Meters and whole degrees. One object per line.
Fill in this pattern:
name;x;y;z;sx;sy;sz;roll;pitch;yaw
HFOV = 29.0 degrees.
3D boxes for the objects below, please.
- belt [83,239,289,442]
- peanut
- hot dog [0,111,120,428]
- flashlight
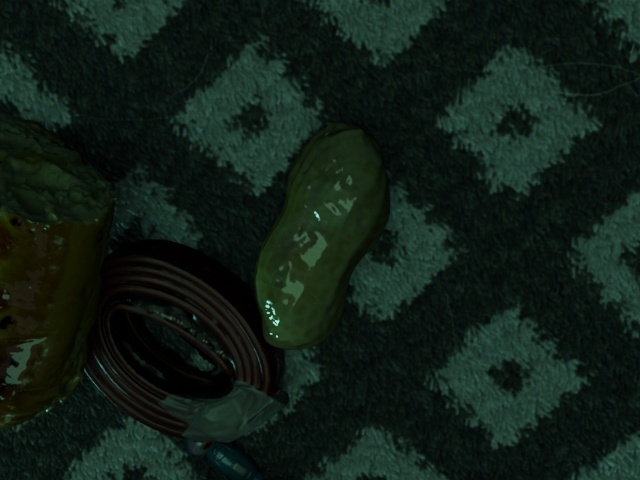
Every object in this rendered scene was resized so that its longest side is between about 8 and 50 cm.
belt;-0.189;0.144;1.703;0.324;0.115;0.227;39;107;-1
peanut;0.000;0.000;1.626;0.149;0.149;0.313;23;98;2
hot dog;-0.425;0.052;1.623;0.196;0.367;0.365;-4;116;-36
flashlight;-0.137;0.307;1.770;0.129;0.051;0.051;37;105;-9
